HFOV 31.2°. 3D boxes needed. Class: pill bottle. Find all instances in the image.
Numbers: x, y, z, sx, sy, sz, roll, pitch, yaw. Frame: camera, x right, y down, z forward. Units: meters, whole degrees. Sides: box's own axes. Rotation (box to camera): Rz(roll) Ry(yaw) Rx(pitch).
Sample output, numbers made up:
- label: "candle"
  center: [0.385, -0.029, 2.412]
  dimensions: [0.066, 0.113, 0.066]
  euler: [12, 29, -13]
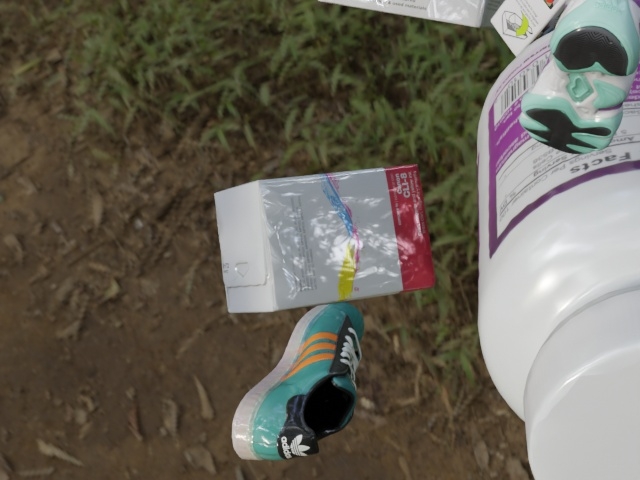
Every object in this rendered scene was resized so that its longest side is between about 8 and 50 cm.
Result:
- label: "pill bottle"
  center: [0.168, 0.010, 0.611]
  dimensions: [0.169, 0.169, 0.301]
  euler: [-7, 32, 12]

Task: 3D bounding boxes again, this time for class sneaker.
- label: "sneaker"
  center: [0.106, -0.078, 0.426]
  dimensions: [0.038, 0.098, 0.069]
  euler: [23, 70, 5]
- label: "sneaker"
  center: [0.008, 0.184, 1.490]
  dimensions: [0.121, 0.108, 0.302]
  euler: [2, 33, 28]

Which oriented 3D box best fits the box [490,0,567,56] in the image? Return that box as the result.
- label: "box"
  center: [0.223, -0.191, 0.792]
  dimensions: [0.207, 0.114, 0.036]
  euler: [-18, 69, -36]

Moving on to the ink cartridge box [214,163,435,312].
- label: "ink cartridge box"
  center: [0.000, 0.000, 1.137]
  dimensions: [0.176, 0.128, 0.127]
  euler: [-8, 89, -26]

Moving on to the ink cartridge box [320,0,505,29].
- label: "ink cartridge box"
  center: [0.137, -0.397, 1.343]
  dimensions: [0.197, 0.198, 0.270]
  euler: [13, 102, 17]
